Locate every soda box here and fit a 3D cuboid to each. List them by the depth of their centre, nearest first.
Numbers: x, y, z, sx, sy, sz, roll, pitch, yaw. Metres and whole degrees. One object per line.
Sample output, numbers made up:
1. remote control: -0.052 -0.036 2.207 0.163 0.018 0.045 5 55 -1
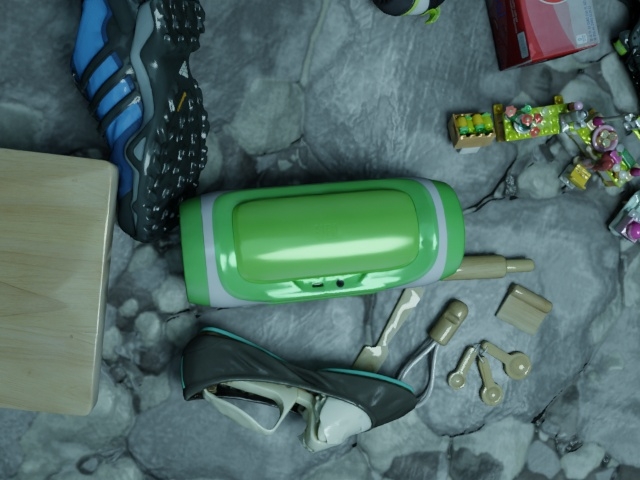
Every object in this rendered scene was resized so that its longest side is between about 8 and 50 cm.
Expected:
1. soda box: 0.237 -0.338 0.727 0.092 0.083 0.263 -15 98 -7

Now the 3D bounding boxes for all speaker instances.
1. speaker: 0.000 0.000 0.698 0.296 0.131 0.131 -5 96 -10

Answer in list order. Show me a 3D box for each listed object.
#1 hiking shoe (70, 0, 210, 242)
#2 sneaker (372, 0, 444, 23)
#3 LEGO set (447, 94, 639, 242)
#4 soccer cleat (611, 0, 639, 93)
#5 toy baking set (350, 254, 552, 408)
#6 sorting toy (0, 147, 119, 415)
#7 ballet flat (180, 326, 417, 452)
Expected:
1. hiking shoe: -0.199 -0.151 0.682 0.132 0.113 0.304 9 102 21
2. sneaker: 0.097 -0.365 0.719 0.097 0.084 0.235 -9 98 -32
3. LEGO set: 0.302 -0.113 0.746 0.287 0.107 0.132 26 91 -11
4. soccer cleat: 0.400 -0.224 0.781 0.072 0.060 0.179 -2 89 1
5. toy baking set: 0.168 0.113 0.785 0.256 0.030 0.197 2 95 -9
6. sorting toy: -0.343 0.032 0.659 0.257 0.089 0.256 7 95 -2
7. ballet flat: -0.028 0.186 0.726 0.280 0.095 0.096 16 53 -4
